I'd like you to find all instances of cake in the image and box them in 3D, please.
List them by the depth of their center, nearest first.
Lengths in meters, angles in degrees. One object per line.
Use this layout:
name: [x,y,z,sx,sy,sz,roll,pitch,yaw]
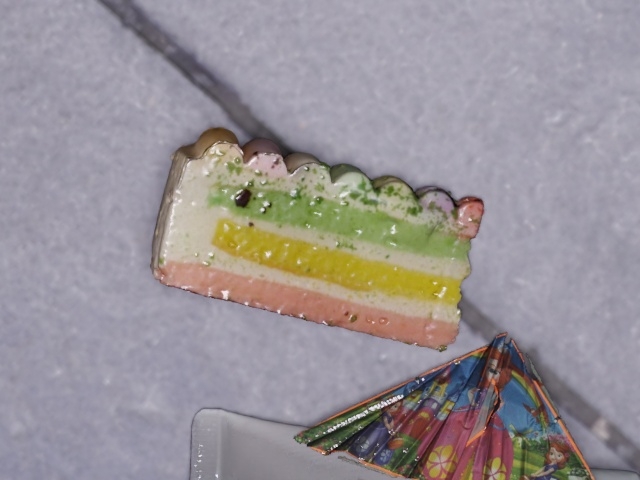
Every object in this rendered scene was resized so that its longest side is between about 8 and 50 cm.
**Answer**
cake: [-0.006,-0.004,1.285,0.225,0.090,0.109,14,97,-19]

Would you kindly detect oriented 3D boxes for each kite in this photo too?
kite: [0.104,0.141,1.259,0.241,0.014,0.183,20,63,20]

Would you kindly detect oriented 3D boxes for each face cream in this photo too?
face cream: [0.062,0.192,1.290,0.314,0.089,0.143,1,87,7]
